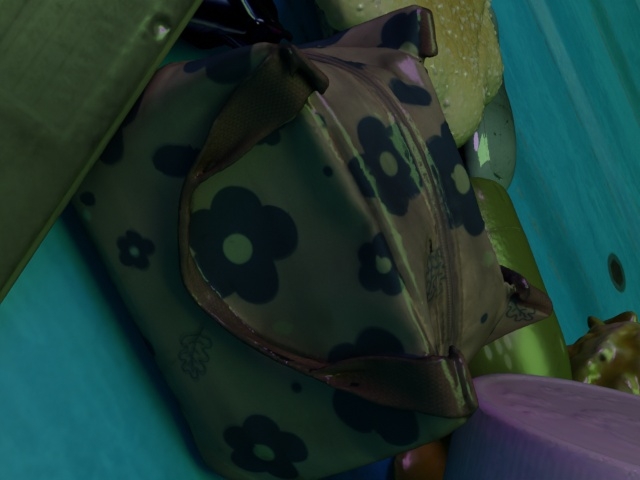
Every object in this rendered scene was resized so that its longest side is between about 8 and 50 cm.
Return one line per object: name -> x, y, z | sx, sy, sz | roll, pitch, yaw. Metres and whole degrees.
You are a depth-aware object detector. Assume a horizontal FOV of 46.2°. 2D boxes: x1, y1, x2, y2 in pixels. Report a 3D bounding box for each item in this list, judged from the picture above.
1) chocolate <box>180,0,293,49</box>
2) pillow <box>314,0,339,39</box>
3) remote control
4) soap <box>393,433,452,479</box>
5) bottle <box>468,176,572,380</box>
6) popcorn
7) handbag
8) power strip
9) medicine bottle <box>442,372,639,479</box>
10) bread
chocolate -> -0.136, -0.212, 0.429 | 0.343, 0.126, 0.148 | 17, 24, -47
pillow -> 0.047, -0.174, 0.665 | 0.148, 0.050, 0.229 | -3, 82, -44
remote control -> 0.174, -0.162, 0.805 | 0.097, 0.045, 0.256 | 23, 57, -42
soap -> 0.113, 0.174, 0.621 | 0.168, 0.033, 0.089 | -32, 101, -48
bottle -> 0.134, 0.086, 0.590 | 0.112, 0.112, 0.260 | 3, 65, -47
popcorn -> 0.262, 0.154, 0.652 | 0.167, 0.187, 0.185 | 16, 90, -16
handbag -> 0.000, 0.000, 0.437 | 0.190, 0.193, 0.251 | -34, 101, -44
power strip -> -0.102, -0.135, 0.355 | 0.092, 0.066, 0.387 | 40, 78, -44
medicine bottle -> 0.145, 0.254, 0.423 | 0.202, 0.202, 0.315 | 8, 93, -46
bread -> 0.083, -0.231, 0.652 | 0.316, 0.054, 0.316 | 25, 59, -49
